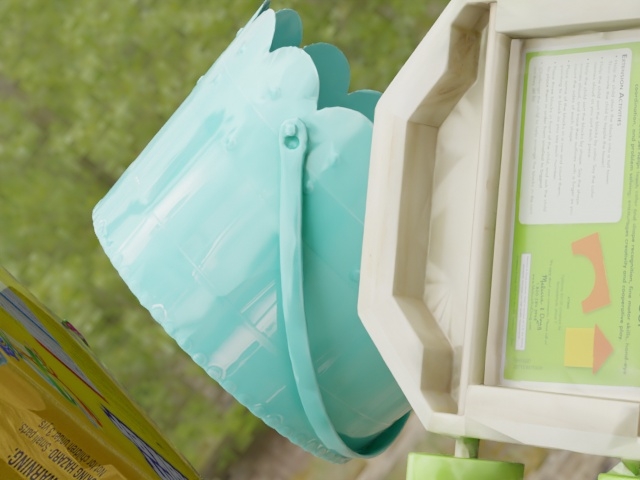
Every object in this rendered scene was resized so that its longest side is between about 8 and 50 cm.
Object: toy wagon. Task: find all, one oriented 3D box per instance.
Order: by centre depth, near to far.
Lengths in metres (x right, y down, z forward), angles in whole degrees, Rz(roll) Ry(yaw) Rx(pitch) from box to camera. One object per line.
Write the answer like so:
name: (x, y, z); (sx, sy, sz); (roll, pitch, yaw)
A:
toy wagon: (0.148, -0.009, 0.874); (0.344, 0.068, 0.267); (1, 85, 48)

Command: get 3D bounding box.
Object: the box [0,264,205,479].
box: (-0.195, 0.122, 0.642); (0.279, 0.177, 0.290); (-43, -31, -3)

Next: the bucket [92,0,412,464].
bucket: (0.000, 0.000, 1.285); (0.183, 0.281, 0.281); (-45, 2, 9)
